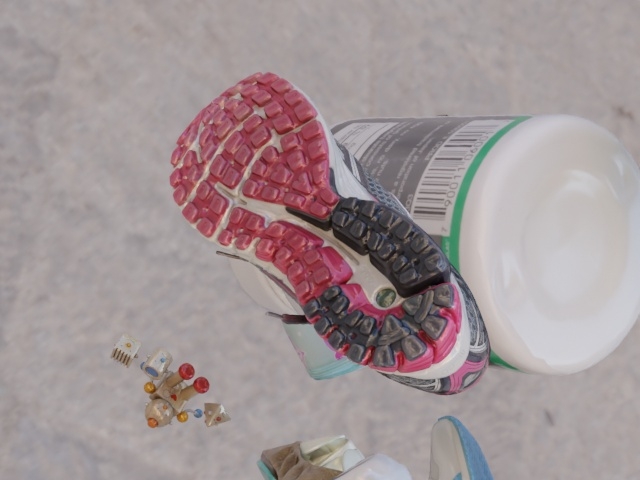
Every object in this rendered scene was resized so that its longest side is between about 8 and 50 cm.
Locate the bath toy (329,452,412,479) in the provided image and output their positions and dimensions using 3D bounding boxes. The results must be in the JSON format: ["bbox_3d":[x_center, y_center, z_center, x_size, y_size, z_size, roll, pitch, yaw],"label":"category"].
[{"bbox_3d":[-0.045,0.349,1.605,0.129,0.348,0.151,59,-3,5],"label":"bath toy"}]

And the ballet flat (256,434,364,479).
[{"bbox_3d":[-0.002,0.293,1.923,0.116,0.124,0.342,54,-4,-2],"label":"ballet flat"}]

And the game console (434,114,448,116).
[{"bbox_3d":[0.204,-0.081,2.150,0.361,0.044,0.213,-38,113,-61],"label":"game console"}]

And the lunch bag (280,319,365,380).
[{"bbox_3d":[0.090,0.054,1.857,0.224,0.279,0.108,-118,-177,-82],"label":"lunch bag"}]

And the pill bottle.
[{"bbox_3d":[0.086,-0.004,1.340,0.204,0.361,0.204,-3,95,-36],"label":"pill bottle"}]

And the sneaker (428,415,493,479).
[{"bbox_3d":[0.114,0.268,1.401,0.087,0.092,0.229,41,39,-59],"label":"sneaker"}]

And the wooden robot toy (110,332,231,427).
[{"bbox_3d":[-0.193,0.192,1.954,0.173,0.076,0.079,42,51,-11],"label":"wooden robot toy"}]

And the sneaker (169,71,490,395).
[{"bbox_3d":[0.000,0.000,1.082,0.299,0.121,0.112,51,5,36],"label":"sneaker"}]
